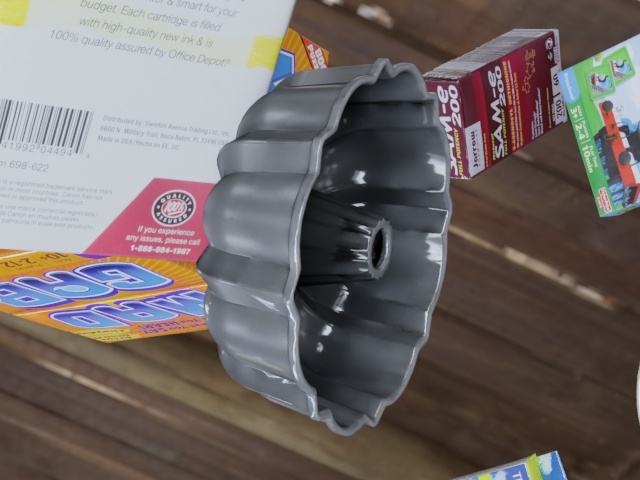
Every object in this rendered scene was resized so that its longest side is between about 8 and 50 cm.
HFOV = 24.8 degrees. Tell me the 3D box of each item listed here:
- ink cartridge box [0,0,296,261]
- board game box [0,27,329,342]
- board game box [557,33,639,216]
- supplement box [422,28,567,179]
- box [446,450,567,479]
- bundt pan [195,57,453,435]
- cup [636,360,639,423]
[{"bbox_3d":[-0.187,-0.191,1.281,0.160,0.279,0.385,41,118,48],"label":"ink cartridge box"},{"bbox_3d":[-0.242,-0.099,1.788,0.356,0.356,0.357,-10,68,36],"label":"board game box"},{"bbox_3d":[0.345,-0.130,1.444,0.211,0.039,0.160,-24,78,44],"label":"board game box"},{"bbox_3d":[0.220,-0.178,1.851,0.239,0.073,0.130,-31,-61,-44],"label":"supplement box"},{"bbox_3d":[0.172,0.289,1.485,0.178,0.109,0.042,-21,-5,28],"label":"box"},{"bbox_3d":[0.000,0.000,1.288,0.331,0.124,0.331,-27,-59,-59],"label":"bundt pan"},{"bbox_3d":[0.539,0.160,1.766,0.331,0.331,0.237,-64,-3,9],"label":"cup"}]
